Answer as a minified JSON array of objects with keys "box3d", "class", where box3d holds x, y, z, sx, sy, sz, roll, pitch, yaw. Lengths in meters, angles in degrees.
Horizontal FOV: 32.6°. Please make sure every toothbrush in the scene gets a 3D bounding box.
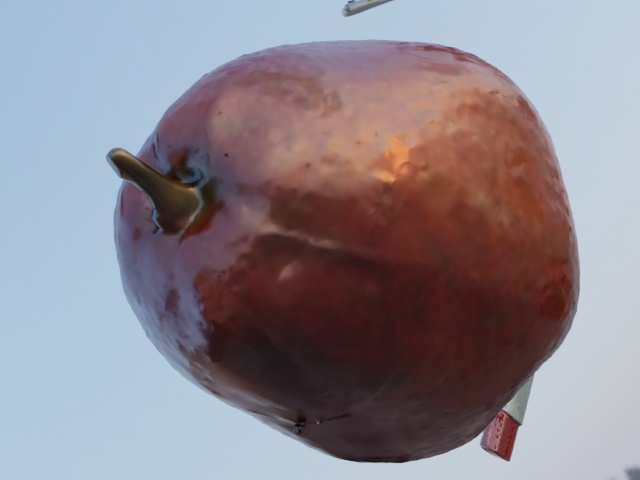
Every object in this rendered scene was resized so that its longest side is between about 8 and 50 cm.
[{"box3d":[0.123,-0.347,1.493,0.026,0.263,0.022,37,-121,-37],"class":"toothbrush"}]

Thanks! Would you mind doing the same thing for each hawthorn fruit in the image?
[{"box3d":[0.000,0.000,0.550,0.261,0.224,0.224,5,-54,-44],"class":"hawthorn fruit"}]

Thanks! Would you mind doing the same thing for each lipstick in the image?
[{"box3d":[0.220,0.111,1.189,0.061,0.068,0.274,43,-124,-37],"class":"lipstick"}]
